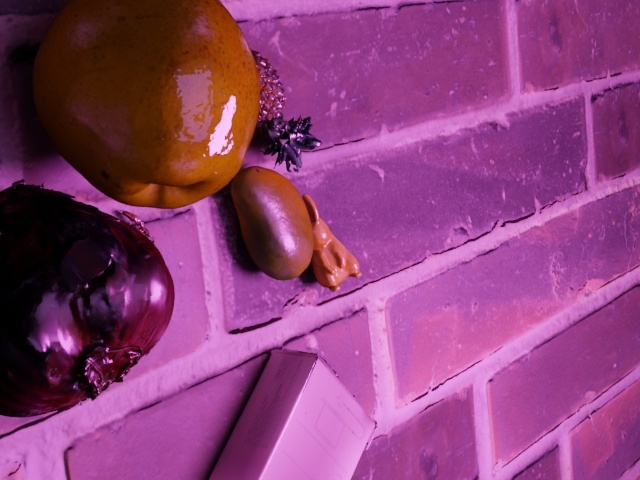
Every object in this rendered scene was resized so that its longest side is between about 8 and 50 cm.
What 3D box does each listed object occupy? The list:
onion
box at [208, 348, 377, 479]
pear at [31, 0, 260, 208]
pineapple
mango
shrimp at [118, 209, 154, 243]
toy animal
[{"bbox_3d":[-0.310,0.083,1.337,0.281,0.221,0.280,8,72,-25],"label":"onion"},{"bbox_3d":[-0.038,0.326,1.777,0.203,0.106,0.251,53,52,-40],"label":"box"},{"bbox_3d":[-0.207,-0.188,1.406,0.294,0.294,0.294,-4,96,-52],"label":"pear"},{"bbox_3d":[-0.079,-0.201,1.708,0.221,0.083,0.103,55,22,-35],"label":"pineapple"},{"bbox_3d":[-0.067,-0.030,1.735,0.122,0.086,0.191,-37,121,-41],"label":"mango"},{"bbox_3d":[-0.248,-0.009,1.552,0.092,0.029,0.038,51,55,-36],"label":"shrimp"},{"bbox_3d":[-0.003,0.001,1.847,0.070,0.083,0.159,-34,109,-16],"label":"toy animal"}]
